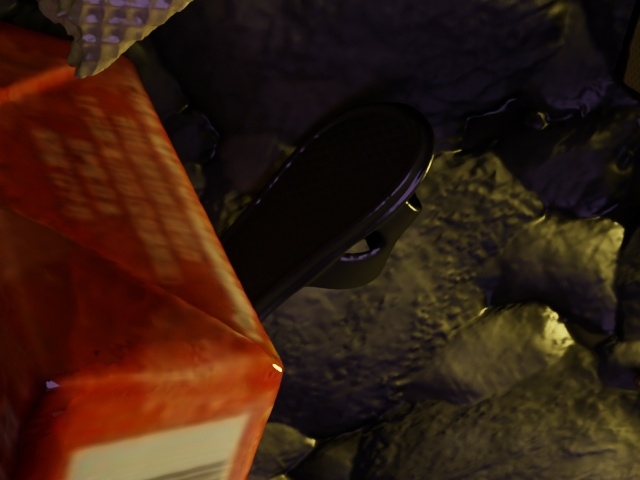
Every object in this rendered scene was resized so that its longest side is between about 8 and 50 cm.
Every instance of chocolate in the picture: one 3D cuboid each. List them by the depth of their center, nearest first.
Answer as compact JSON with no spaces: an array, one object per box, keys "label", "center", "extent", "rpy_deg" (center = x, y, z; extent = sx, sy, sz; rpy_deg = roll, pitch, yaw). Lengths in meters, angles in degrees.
[{"label":"chocolate","center":[-0.118,0.060,0.706],"extent":[0.108,0.234,0.237],"rpy_deg":[-2,129,-26]}]

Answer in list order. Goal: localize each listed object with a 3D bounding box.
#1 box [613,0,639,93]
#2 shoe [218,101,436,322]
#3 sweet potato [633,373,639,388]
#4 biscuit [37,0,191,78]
[{"label":"box","center":[0.291,-0.118,0.691],"extent":[0.310,0.084,0.198],"rpy_deg":[9,107,-17]},{"label":"shoe","center":[0.000,0.000,0.785],"extent":[0.159,0.062,0.053],"rpy_deg":[-42,137,21]},{"label":"sweet potato","center":[0.210,0.095,0.921],"extent":[0.115,0.026,0.026],"rpy_deg":[36,114,-29]},{"label":"biscuit","center":[-0.038,-0.167,0.641],"extent":[0.239,0.062,0.108],"rpy_deg":[-34,125,15]}]
